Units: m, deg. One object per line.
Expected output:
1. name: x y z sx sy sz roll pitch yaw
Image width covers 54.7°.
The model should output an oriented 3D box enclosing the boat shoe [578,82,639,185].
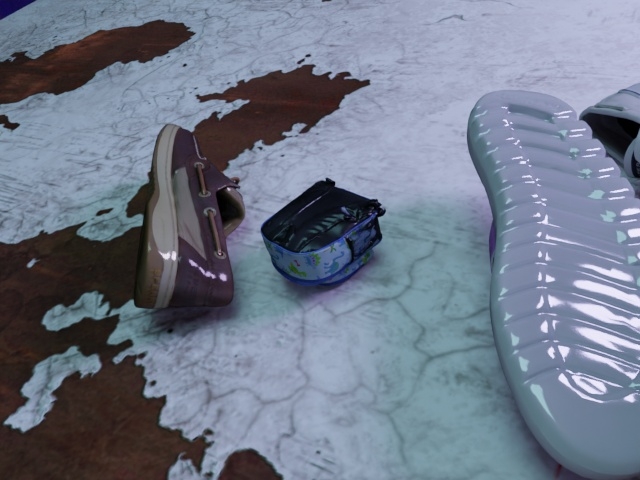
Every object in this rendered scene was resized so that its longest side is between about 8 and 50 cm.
1. boat shoe: 0.369 -0.093 0.658 0.088 0.096 0.267 -19 38 2

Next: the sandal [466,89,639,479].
1. sandal: 0.225 0.019 0.575 0.169 0.102 0.416 4 51 1

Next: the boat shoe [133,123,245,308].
1. boat shoe: -0.156 -0.037 0.774 0.123 0.123 0.342 9 30 -17

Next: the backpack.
1. backpack: 0.000 0.000 0.680 0.114 0.084 0.105 -34 42 -28
